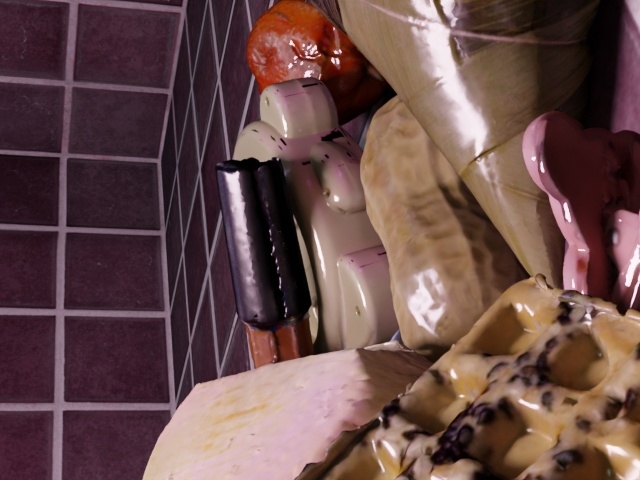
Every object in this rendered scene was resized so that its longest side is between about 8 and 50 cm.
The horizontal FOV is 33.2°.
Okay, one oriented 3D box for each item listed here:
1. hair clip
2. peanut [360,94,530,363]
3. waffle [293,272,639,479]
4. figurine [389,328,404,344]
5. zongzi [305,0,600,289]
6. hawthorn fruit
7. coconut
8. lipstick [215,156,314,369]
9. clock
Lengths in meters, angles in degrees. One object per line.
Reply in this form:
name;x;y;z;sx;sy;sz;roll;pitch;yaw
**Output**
hair clip;0.180;-0.002;0.657;0.102;0.123;0.138;33;117;49
peanut;0.106;0.002;0.911;0.136;0.120;0.298;72;-173;-55
waffle;0.134;0.157;0.440;0.114;0.261;0.376;51;169;-26
figurine;0.046;0.165;0.997;0.128;0.184;0.208;-59;-16;-56
zongzi;0.093;-0.123;0.861;0.289;0.154;0.317;13;105;63
hawthorn fruit;0.006;-0.214;1.257;0.179;0.173;0.173;-27;59;46
coconut;0.015;0.239;0.783;0.352;0.352;0.352;-178;90;-75
lipstick;-0.037;0.120;1.090;0.077;0.077;0.418;-142;41;-72
clock;0.000;0.000;1.178;0.284;0.114;0.309;122;129;-64
